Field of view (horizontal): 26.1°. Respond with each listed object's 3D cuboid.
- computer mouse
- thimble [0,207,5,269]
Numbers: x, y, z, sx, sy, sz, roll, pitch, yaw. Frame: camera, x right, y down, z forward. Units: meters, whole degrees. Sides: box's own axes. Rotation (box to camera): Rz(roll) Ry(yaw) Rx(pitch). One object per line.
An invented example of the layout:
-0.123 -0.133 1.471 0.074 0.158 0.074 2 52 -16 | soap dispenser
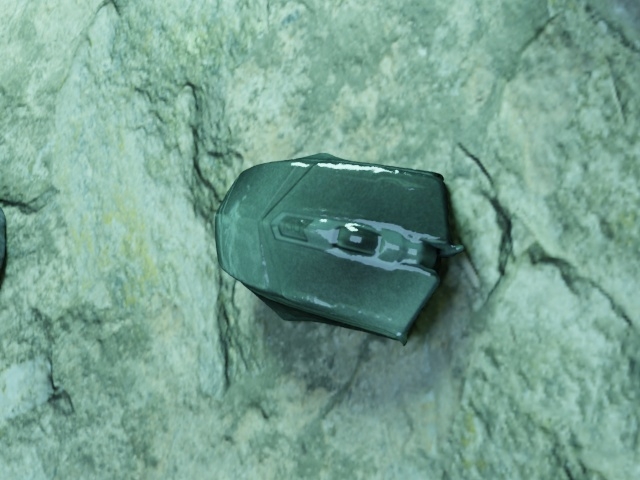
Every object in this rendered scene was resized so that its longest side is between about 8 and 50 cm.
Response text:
-0.001 -0.003 0.955 0.231 0.071 0.126 13 86 46 | computer mouse
-0.373 0.009 1.301 0.150 0.098 0.150 -17 64 40 | thimble
